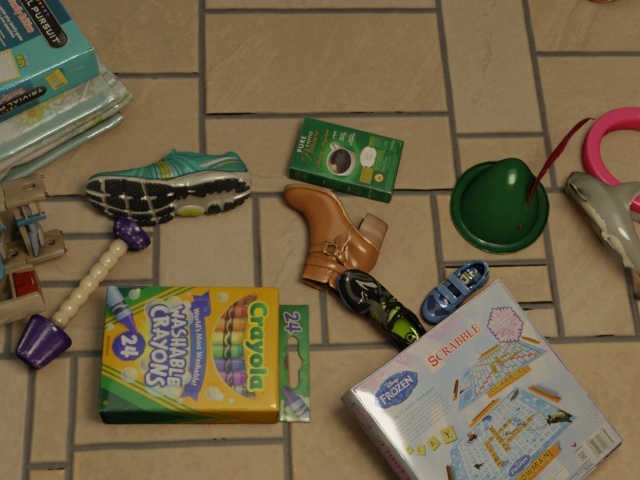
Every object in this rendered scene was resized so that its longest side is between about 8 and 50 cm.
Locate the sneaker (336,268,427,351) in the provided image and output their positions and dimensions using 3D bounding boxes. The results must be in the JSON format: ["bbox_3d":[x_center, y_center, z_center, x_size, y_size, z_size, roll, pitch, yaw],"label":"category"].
[{"bbox_3d":[0.108,0.110,1.656,0.188,0.078,0.067,43,69,1],"label":"sneaker"}]

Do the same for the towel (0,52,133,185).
[{"bbox_3d":[-0.556,-0.259,1.791,0.374,0.090,0.320,-31,68,-16],"label":"towel"}]

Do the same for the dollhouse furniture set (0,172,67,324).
[{"bbox_3d":[-0.466,0.010,1.613,0.129,0.129,0.184,-18,41,-12],"label":"dollhouse furniture set"}]

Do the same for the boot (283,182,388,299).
[{"bbox_3d":[0.000,0.000,1.720,0.197,0.073,0.152,25,70,10],"label":"boot"}]

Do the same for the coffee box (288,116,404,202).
[{"bbox_3d":[0.045,-0.141,1.801,0.184,0.040,0.113,13,65,2],"label":"coffee box"}]

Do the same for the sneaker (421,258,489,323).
[{"bbox_3d":[0.222,0.079,1.704,0.144,0.059,0.053,-41,76,-18],"label":"sneaker"}]

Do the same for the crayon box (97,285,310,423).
[{"bbox_3d":[-0.175,0.178,1.619,0.323,0.083,0.203,1,66,-4],"label":"crayon box"}]

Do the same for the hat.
[{"bbox_3d":[0.321,-0.106,1.726,0.173,0.183,0.208,22,66,6],"label":"hat"}]

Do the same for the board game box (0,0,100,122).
[{"bbox_3d":[-0.578,-0.312,1.722,0.336,0.079,0.254,-29,68,-16],"label":"board game box"}]

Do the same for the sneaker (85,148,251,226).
[{"bbox_3d":[-0.255,-0.096,1.745,0.275,0.107,0.110,-5,47,-11],"label":"sneaker"}]

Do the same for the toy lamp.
[{"bbox_3d":[-0.379,0.086,1.651,0.080,0.080,0.275,33,66,11],"label":"toy lamp"}]

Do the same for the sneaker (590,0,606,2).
[{"bbox_3d":[0.600,-0.537,2.004,0.225,0.093,0.088,-40,93,-4],"label":"sneaker"}]

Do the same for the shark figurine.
[{"bbox_3d":[0.506,-0.034,1.705,0.116,0.166,0.278,-34,68,7],"label":"shark figurine"}]

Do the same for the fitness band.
[{"bbox_3d":[0.602,-0.124,1.826,0.291,0.054,0.209,25,66,6],"label":"fitness band"}]

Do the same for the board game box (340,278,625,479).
[{"bbox_3d":[0.248,0.271,1.569,0.318,0.066,0.318,-33,81,-25],"label":"board game box"}]
